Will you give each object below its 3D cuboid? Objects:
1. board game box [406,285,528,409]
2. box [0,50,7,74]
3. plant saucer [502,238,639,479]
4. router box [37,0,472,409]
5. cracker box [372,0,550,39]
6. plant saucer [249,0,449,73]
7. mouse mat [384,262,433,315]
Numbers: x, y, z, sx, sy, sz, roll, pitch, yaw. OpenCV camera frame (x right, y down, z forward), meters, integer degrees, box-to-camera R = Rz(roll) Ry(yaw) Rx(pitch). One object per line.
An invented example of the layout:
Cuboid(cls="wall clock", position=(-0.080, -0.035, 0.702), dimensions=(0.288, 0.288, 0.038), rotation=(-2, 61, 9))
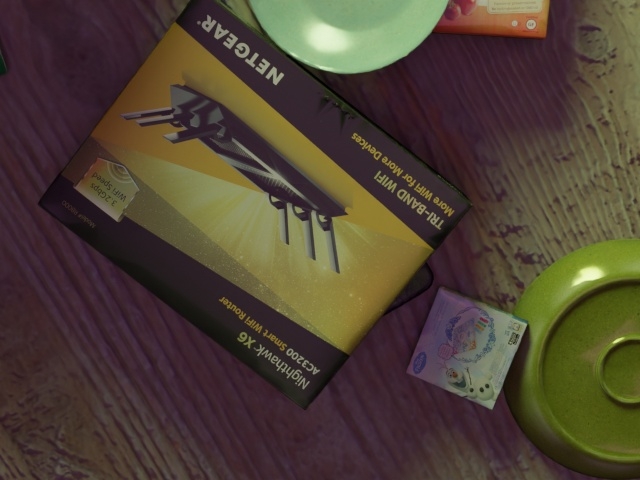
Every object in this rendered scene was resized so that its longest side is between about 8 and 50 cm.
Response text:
Cuboid(cls="board game box", position=(0.139, 0.101, 1.245), dimensions=(0.090, 0.020, 0.090), rotation=(23, 100, 11))
Cuboid(cls="box", position=(-0.385, -0.174, 1.194), dimensions=(0.179, 0.043, 0.105), rotation=(-16, 100, 1))
Cuboid(cls="plant saucer", position=(0.293, 0.119, 1.251), dimensions=(0.241, 0.037, 0.241), rotation=(0, 100, 1))
Cuboid(cls="router box", position=(-0.058, -0.037, 1.192), dimensions=(0.309, 0.081, 0.243), rotation=(37, 98, -3))
Cuboid(cls="cracker box", position=(0.129, -0.298, 1.158), dimensions=(0.156, 0.067, 0.232), rotation=(3, 100, 1))
Cuboid(cls="plant saucer", position=(0.028, -0.241, 1.126), dimensions=(0.195, 0.037, 0.195), rotation=(4, 101, 21))
Cuboid(cls="mouse mat", position=(0.000, 0.000, 1.244), dimensions=(0.152, 0.007, 0.189), rotation=(-31, 98, 5))
